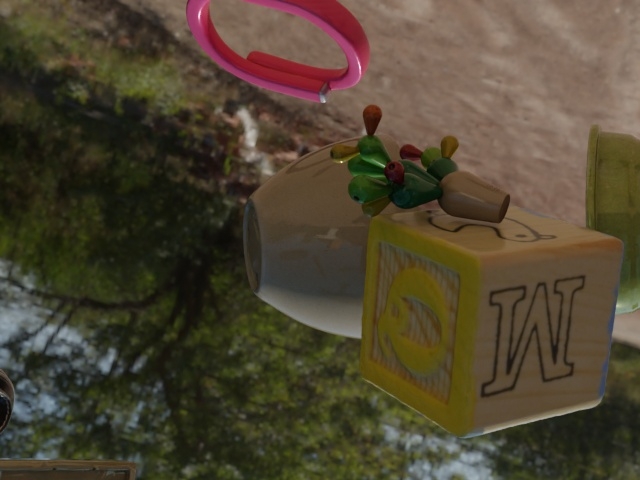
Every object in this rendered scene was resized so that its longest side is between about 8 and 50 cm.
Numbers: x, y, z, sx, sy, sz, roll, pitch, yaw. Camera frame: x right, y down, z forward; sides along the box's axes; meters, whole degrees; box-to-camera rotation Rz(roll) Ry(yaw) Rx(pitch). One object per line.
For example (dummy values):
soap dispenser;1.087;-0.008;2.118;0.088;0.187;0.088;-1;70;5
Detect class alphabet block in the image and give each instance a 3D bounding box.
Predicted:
alphabet block;0.176;0.076;1.090;0.197;0.193;0.192;-6;-164;-33

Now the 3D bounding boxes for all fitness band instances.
fitness band;-0.066;-0.304;1.520;0.291;0.054;0.209;17;153;20

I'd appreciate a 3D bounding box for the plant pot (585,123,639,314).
plant pot;0.495;-0.023;1.368;0.254;0.276;0.276;-1;171;20

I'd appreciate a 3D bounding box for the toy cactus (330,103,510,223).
toy cactus;0.117;-0.071;1.097;0.181;0.112;0.219;20;-169;22

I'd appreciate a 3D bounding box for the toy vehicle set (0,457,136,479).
toy vehicle set;-0.238;0.320;0.865;0.035;0.266;0.166;-4;166;34

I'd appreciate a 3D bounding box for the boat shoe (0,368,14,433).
boat shoe;-0.365;0.178;0.888;0.119;0.121;0.335;8;-172;22

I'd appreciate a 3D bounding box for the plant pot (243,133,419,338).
plant pot;0.000;0.000;1.381;0.191;0.284;0.284;-3;-178;-15
